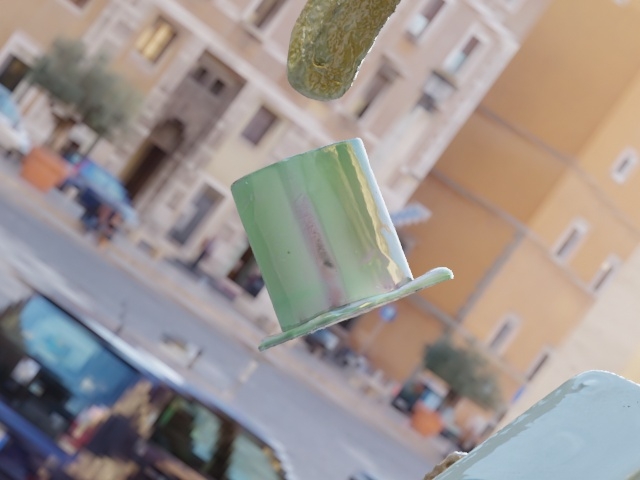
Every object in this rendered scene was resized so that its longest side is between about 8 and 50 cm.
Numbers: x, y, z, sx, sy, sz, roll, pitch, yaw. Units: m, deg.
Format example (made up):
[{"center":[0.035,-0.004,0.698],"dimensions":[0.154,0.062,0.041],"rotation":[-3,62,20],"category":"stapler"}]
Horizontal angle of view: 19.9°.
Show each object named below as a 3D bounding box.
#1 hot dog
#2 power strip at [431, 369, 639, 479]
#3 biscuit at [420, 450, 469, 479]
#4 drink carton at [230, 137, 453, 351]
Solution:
[{"center":[0.037,-0.265,1.957],"dimensions":[0.084,0.242,0.073],"rotation":[18,21,-35],"category":"hot dog"},{"center":[0.056,0.184,0.940],"dimensions":[0.091,0.385,0.062],"rotation":[24,-42,48],"category":"power strip"},{"center":[0.175,0.275,1.873],"dimensions":[0.054,0.094,0.379],"rotation":[48,6,22],"category":"biscuit"},{"center":[0.000,0.000,1.510],"dimensions":[0.146,0.144,0.142],"rotation":[-22,-92,47],"category":"drink carton"}]
